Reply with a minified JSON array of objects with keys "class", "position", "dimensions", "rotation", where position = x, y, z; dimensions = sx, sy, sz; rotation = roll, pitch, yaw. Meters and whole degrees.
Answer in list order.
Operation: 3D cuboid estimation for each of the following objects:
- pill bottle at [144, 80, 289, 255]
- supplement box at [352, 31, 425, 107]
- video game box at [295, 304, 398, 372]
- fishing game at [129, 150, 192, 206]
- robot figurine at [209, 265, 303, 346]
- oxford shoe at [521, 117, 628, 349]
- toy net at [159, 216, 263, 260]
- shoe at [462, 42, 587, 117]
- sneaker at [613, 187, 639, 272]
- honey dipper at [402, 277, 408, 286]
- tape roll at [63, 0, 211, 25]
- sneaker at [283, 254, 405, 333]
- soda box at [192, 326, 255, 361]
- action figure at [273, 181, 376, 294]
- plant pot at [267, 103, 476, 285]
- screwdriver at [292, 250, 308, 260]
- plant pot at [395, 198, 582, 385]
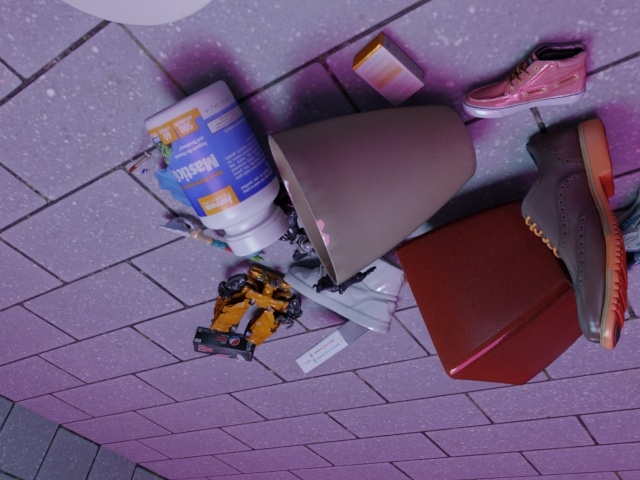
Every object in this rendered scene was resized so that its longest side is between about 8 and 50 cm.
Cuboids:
[{"class":"pill bottle","position":[-0.163,-0.115,0.950],"dimensions":[0.152,0.152,0.272],"rotation":[-17,111,30]},{"class":"supplement box","position":[0.106,-0.261,0.863],"dimensions":[0.098,0.036,0.062],"rotation":[35,135,-25]},{"class":"video game box","position":[0.063,0.218,1.319],"dimensions":[0.048,0.205,0.187],"rotation":[56,136,7]},{"class":"fishing game","position":[-0.237,-0.099,1.105],"dimensions":[0.264,0.041,0.189],"rotation":[30,160,-25]},{"class":"robot figurine","position":[-0.165,0.161,1.385],"dimensions":[0.211,0.085,0.291],"rotation":[23,139,-14]},{"class":"oxford shoe","position":[0.380,-0.011,0.848],"dimensions":[0.133,0.363,0.130],"rotation":[-8,148,27]},{"class":"toy net","position":[-0.233,-0.010,1.234],"dimensions":[0.232,0.045,0.122],"rotation":[18,176,1]},{"class":"shoe","position":[0.299,-0.238,0.828],"dimensions":[0.178,0.063,0.081],"rotation":[-6,136,12]},{"class":"sneaker","position":[0.581,-0.022,0.962],"dimensions":[0.110,0.122,0.283],"rotation":[18,140,-8]},{"class":"honey dipper","position":[0.228,0.105,1.269],"dimensions":[0.161,0.030,0.030],"rotation":[18,140,-12]},{"class":"tape roll","position":[-0.268,-0.462,0.692],"dimensions":[0.392,0.072,0.392],"rotation":[7,141,6]},{"class":"sneaker","position":[0.057,0.070,1.221],"dimensions":[0.292,0.169,0.108],"rotation":[22,-178,37]},{"class":"soda box","position":[-0.271,0.294,1.591],"dimensions":[0.169,0.053,0.060],"rotation":[10,140,3]},{"class":"action figure","position":[-0.015,-0.030,1.088],"dimensions":[0.275,0.141,0.164],"rotation":[55,149,-1]},{"class":"plant pot","position":[0.094,-0.102,0.886],"dimensions":[0.274,0.256,0.256],"rotation":[-25,136,-4]},{"class":"screwdriver","position":[0.000,0.000,1.215],"dimensions":[0.024,0.025,0.170],"rotation":[37,125,-26]},{"class":"plant pot","position":[0.339,0.080,1.007],"dimensions":[0.267,0.267,0.236],"rotation":[16,133,-41]}]
